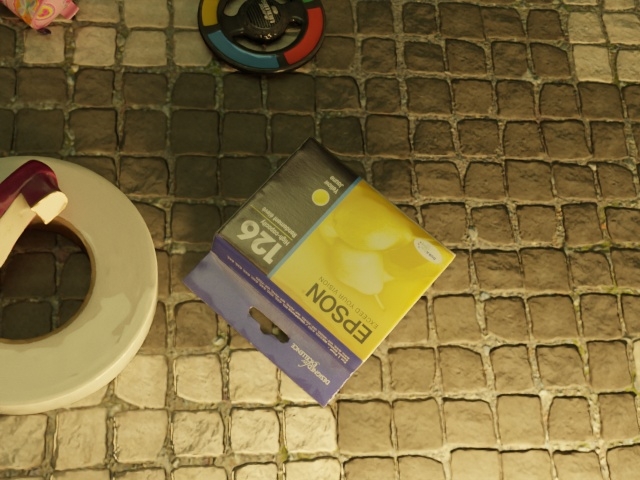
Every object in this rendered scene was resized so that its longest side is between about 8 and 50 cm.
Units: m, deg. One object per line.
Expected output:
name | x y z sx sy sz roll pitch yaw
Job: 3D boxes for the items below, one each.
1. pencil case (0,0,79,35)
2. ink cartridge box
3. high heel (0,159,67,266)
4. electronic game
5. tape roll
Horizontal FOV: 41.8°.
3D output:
pencil case | -0.533 -0.477 1.392 0.284 0.124 0.124 40 67 -3
ink cartridge box | -0.005 0.041 1.296 0.304 0.072 0.307 40 75 7
high heel | -0.483 -0.025 1.199 0.244 0.082 0.117 -41 48 -7
electronic game | -0.103 -0.393 1.486 0.229 0.048 0.229 3 68 -8
tape roll | -0.437 0.060 1.237 0.392 0.072 0.391 3 69 -8
